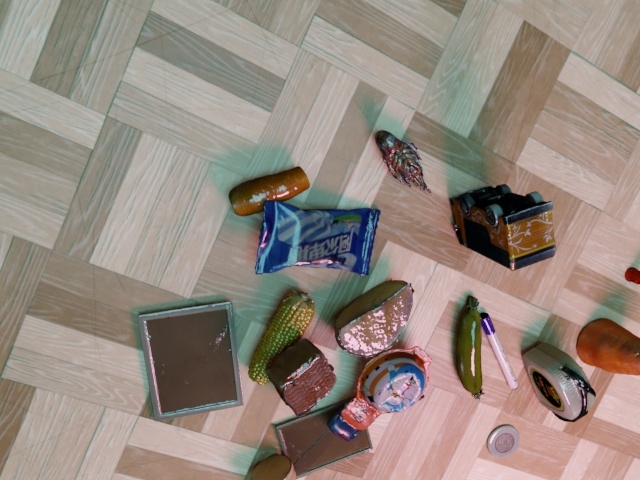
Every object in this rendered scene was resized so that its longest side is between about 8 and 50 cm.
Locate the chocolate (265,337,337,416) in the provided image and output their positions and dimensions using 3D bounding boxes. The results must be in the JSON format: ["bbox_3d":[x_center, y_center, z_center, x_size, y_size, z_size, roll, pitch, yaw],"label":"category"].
[{"bbox_3d":[-0.046,0.345,1.345,0.148,0.093,0.214,-37,146,-15],"label":"chocolate"}]

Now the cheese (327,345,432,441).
[{"bbox_3d":[0.163,0.412,1.431,0.329,0.129,0.217,-43,115,4],"label":"cheese"}]

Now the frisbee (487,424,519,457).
[{"bbox_3d":[0.566,0.622,1.639,0.110,0.014,0.110,-3,103,-13],"label":"frisbee"}]

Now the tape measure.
[{"bbox_3d":[0.707,0.426,1.536,0.115,0.207,0.235,-29,105,-9],"label":"tape measure"}]

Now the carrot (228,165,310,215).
[{"bbox_3d":[-0.122,-0.118,1.271,0.193,0.087,0.087,-21,106,-7],"label":"carrot"}]

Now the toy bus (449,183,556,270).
[{"bbox_3d":[0.449,-0.041,1.332,0.138,0.275,0.167,-18,109,-9],"label":"toy bus"}]

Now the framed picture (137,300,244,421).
[{"bbox_3d":[-0.324,0.306,1.348,0.232,0.019,0.296,-6,104,-12],"label":"framed picture"}]

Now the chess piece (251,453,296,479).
[{"bbox_3d":[-0.065,0.784,1.470,0.117,0.117,0.397,-23,108,-8],"label":"chess piece"}]

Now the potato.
[{"bbox_3d":[0.145,0.212,1.404,0.243,0.098,0.138,-31,111,-12],"label":"potato"}]

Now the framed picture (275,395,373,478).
[{"bbox_3d":[0.015,0.552,1.487,0.250,0.016,0.184,-18,106,-9],"label":"framed picture"}]

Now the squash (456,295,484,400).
[{"bbox_3d":[0.424,0.317,1.510,0.071,0.080,0.319,0,104,25],"label":"squash"}]

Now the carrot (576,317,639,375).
[{"bbox_3d":[0.890,0.329,1.553,0.159,0.225,0.159,-2,97,-14],"label":"carrot"}]

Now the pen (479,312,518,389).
[{"bbox_3d":[0.523,0.327,1.556,0.033,0.033,0.269,-29,107,-6],"label":"pen"}]

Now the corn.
[{"bbox_3d":[-0.101,0.247,1.354,0.091,0.091,0.260,31,98,-1],"label":"corn"}]

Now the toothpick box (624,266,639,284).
[{"bbox_3d":[0.963,0.113,1.591,0.047,0.083,0.047,-3,104,-13],"label":"toothpick box"}]

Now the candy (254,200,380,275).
[{"bbox_3d":[0.000,0.000,1.320,0.331,0.077,0.187,4,99,-31],"label":"candy"}]

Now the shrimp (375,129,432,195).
[{"bbox_3d":[0.219,-0.195,1.345,0.090,0.079,0.233,-45,113,4],"label":"shrimp"}]
